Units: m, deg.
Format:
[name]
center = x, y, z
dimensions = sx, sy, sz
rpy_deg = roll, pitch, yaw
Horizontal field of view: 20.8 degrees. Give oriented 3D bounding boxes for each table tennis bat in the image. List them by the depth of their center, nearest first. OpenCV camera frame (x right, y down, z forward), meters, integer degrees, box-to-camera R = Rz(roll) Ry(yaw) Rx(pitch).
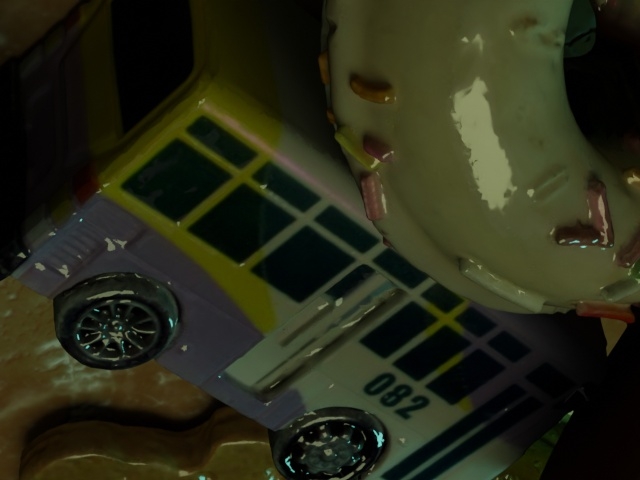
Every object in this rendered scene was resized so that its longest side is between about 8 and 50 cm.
[table tennis bat]
center = 0.231, 0.090, 1.236
dimensions = 0.051, 0.415, 0.268
rpy_deg = 33, 122, -1

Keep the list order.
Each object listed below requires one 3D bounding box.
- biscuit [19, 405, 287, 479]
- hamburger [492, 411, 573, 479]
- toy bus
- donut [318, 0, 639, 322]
[biscuit]
center = -0.118, 0.256, 1.570
dimensions = 0.312, 0.057, 0.351
rpy_deg = -18, 136, 7
[hamburger]
center = 0.176, 0.216, 1.521
dimensions = 0.214, 0.125, 0.235
rpy_deg = 22, 125, -1
[toy bus]
center = 0.000, 0.000, 1.231
dimensions = 0.249, 0.209, 0.440
rpy_deg = -39, 127, 23
[donut]
center = 0.178, -0.123, 1.072
dimensions = 0.382, 0.142, 0.383
rpy_deg = -9, 107, -29
